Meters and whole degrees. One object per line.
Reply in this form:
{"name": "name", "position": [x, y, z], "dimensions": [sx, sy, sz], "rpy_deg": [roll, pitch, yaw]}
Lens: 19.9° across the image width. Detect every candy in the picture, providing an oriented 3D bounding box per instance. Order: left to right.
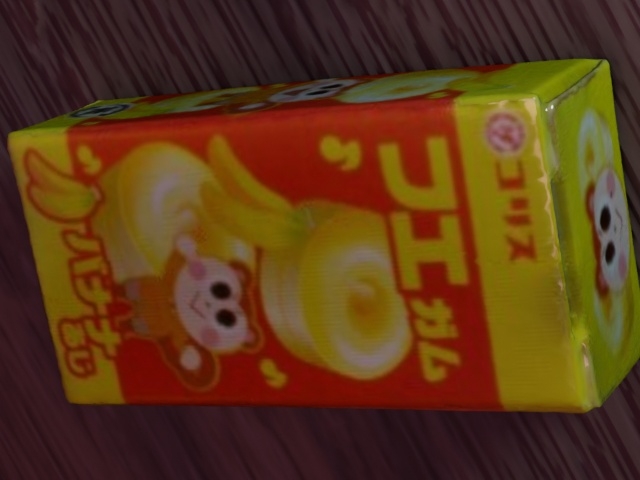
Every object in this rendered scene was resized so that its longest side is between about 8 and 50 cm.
{"name": "candy", "position": [0.000, 0.000, 0.838], "dimensions": [0.276, 0.088, 0.146], "rpy_deg": [-4, 106, 29]}
